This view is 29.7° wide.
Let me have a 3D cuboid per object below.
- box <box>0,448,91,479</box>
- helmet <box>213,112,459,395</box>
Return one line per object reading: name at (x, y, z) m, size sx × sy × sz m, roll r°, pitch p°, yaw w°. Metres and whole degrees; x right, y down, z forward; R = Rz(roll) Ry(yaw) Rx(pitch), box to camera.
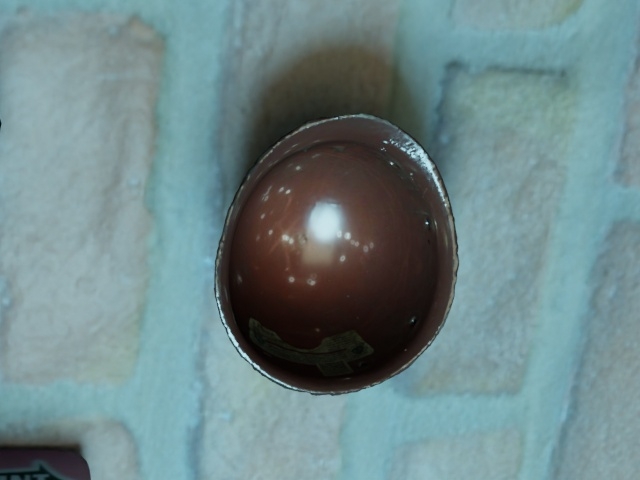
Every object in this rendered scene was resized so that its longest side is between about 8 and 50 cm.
box at (-0.260, 0.328, 0.830) m, size 0.190 × 0.112 × 0.369 m, roll 2°, pitch 107°, yaw -12°
helmet at (0.000, 0.000, 0.776) m, size 0.155 × 0.106 × 0.175 m, roll -1°, pitch 103°, yaw -15°
